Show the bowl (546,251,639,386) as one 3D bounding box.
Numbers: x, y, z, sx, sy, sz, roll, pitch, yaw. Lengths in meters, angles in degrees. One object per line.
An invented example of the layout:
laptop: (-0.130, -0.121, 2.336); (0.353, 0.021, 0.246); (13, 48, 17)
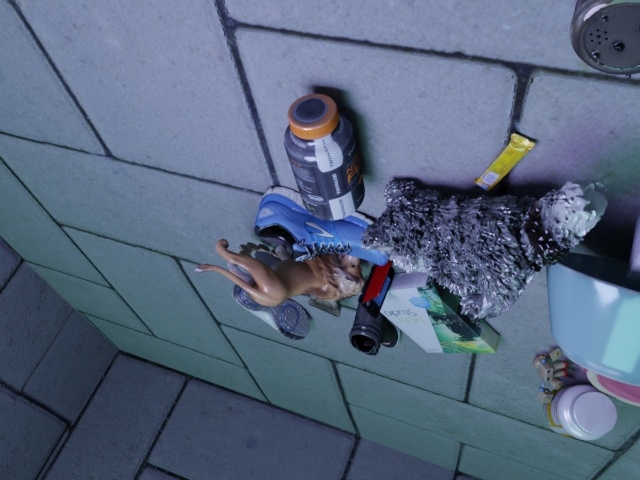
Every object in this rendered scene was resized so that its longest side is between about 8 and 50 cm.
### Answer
bowl: (0.522, 0.138, 1.043); (0.312, 0.163, 0.311); (11, -167, -3)

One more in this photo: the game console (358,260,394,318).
game console: (0.155, 0.100, 1.455); (0.085, 0.144, 0.124); (1, 144, 39)

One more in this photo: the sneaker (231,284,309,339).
sneaker: (-0.160, 0.218, 1.982); (0.297, 0.111, 0.129); (38, 165, -16)

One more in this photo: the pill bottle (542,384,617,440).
pill bottle: (0.671, 0.442, 1.581); (0.136, 0.136, 0.245); (19, 168, 11)

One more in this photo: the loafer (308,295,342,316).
loafer: (0.026, 0.148, 1.706); (0.102, 0.092, 0.268); (23, 168, 2)

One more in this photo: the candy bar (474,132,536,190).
candy bar: (0.315, -0.131, 1.066); (0.040, 0.018, 0.161); (27, 153, 0)

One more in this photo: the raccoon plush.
raccoon plush: (0.258, -0.057, 1.079); (0.299, 0.216, 0.446); (30, 145, 5)

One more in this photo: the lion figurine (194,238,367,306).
lion figurine: (-0.080, 0.086, 1.465); (0.240, 0.392, 0.142); (46, 134, 25)

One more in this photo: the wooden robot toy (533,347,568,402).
wooden robot toy: (0.593, 0.334, 1.604); (0.076, 0.079, 0.173); (-11, 117, -9)

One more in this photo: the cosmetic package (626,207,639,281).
cosmetic package: (0.671, -0.001, 0.864); (0.385, 0.156, 0.217); (13, 152, 18)

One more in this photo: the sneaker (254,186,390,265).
sneaker: (0.000, 0.000, 1.405); (0.330, 0.147, 0.129); (18, 152, 10)

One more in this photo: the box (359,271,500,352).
box: (0.286, 0.196, 1.610); (0.322, 0.058, 0.232); (40, 149, -28)

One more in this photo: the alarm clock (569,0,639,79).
alarm clock: (0.360, -0.275, 0.745); (0.192, 0.064, 0.129); (37, 150, -15)

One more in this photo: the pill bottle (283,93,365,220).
pill bottle: (0.006, -0.156, 1.148); (0.130, 0.130, 0.245); (13, 151, 20)

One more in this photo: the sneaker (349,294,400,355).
sneaker: (0.151, 0.276, 1.759); (0.105, 0.147, 0.295); (8, 149, 25)

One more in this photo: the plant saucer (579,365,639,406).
plant saucer: (0.746, 0.297, 1.394); (0.332, 0.084, 0.332); (19, 151, 11)

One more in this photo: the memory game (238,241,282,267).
memory game: (-0.133, 0.060, 1.618); (0.186, 0.186, 0.012); (28, 110, -5)
